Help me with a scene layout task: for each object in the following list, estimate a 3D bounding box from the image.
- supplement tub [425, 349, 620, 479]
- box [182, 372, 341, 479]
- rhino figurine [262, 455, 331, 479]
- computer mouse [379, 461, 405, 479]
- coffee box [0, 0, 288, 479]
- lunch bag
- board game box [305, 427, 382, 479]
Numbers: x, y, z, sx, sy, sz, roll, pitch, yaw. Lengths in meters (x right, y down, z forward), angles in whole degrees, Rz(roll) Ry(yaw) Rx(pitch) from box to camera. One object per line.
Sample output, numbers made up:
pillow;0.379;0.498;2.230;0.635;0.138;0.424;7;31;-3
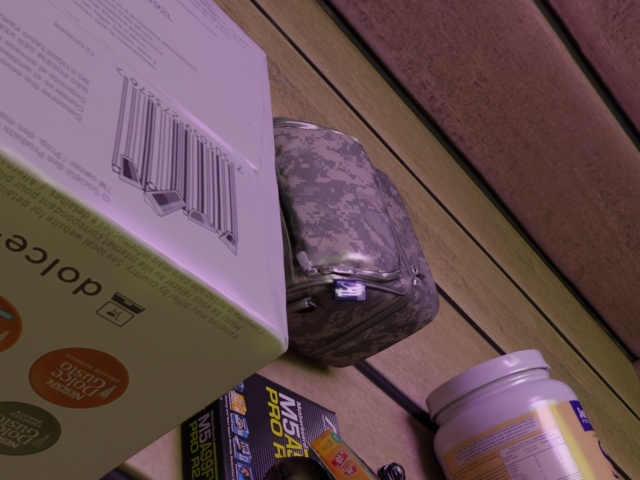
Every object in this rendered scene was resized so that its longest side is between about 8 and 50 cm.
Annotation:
supplement tub;0.319;0.360;1.230;0.241;0.241;0.331;19;44;-55
box;-0.047;0.278;0.856;0.216;0.060;0.270;35;31;-39
rhino figurine;0.024;0.306;0.788;0.243;0.073;0.106;52;13;-19
computer mouse;0.078;0.351;1.034;0.193;0.042;0.106;15;51;-65
coffee box;-0.258;-0.046;0.521;0.338;0.334;0.338;39;26;-32
lunch bag;0.000;0.000;1.106;0.256;0.213;0.305;33;33;-49
board game box;0.061;0.274;0.835;0.124;0.039;0.259;46;-5;30
